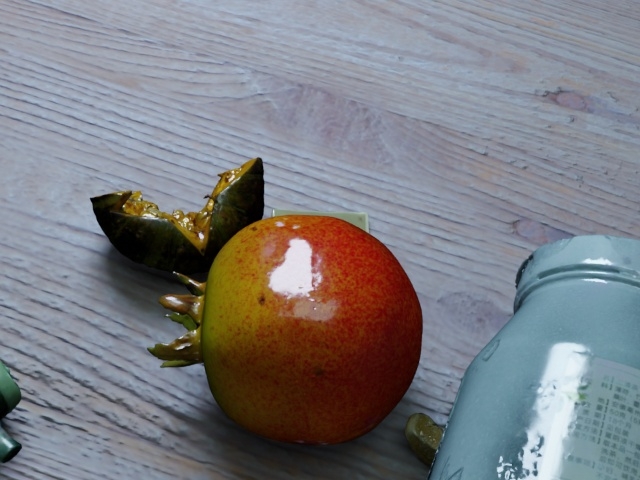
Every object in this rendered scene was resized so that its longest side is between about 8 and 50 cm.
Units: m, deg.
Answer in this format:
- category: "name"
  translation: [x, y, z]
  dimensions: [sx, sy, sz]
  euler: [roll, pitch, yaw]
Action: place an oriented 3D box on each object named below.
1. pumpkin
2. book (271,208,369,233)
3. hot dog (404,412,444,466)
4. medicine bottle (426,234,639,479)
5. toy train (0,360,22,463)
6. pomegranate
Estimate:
- category: "pumpkin"
  translation: [-0.140, -0.017, 1.076]
  dimensions: [0.183, 0.119, 0.107]
  euler: [-12, 95, -9]
- category: "book"
  translation: [0.000, 0.000, 1.139]
  dimensions: [0.111, 0.014, 0.077]
  euler: [2, 56, -5]
- category: "hot dog"
  translation: [0.116, 0.207, 1.004]
  dimensions: [0.090, 0.034, 0.030]
  euler: [40, 48, -3]
- category: "medicine bottle"
  translation: [0.239, 0.163, 0.924]
  dimensions: [0.245, 0.245, 0.290]
  euler: [19, 56, 6]
- category: "toy train"
  translation: [-0.413, 0.162, 0.913]
  dimensions: [0.304, 0.150, 0.221]
  euler: [-37, 78, -28]
- category: "pomegranate"
  translation: [-0.032, 0.082, 0.968]
  dimensions: [0.256, 0.221, 0.221]
  euler: [-3, 56, 0]
